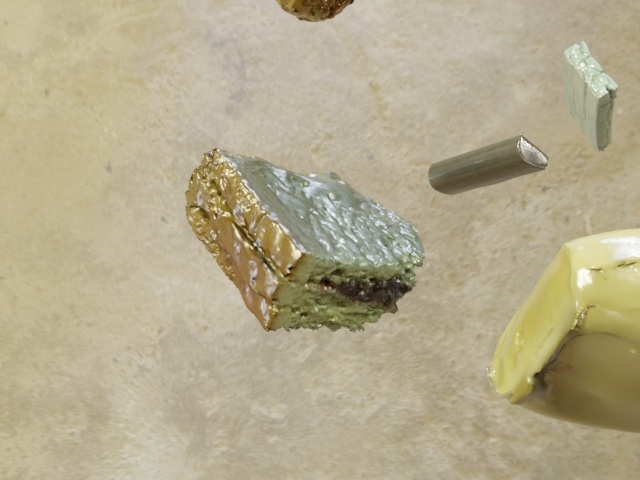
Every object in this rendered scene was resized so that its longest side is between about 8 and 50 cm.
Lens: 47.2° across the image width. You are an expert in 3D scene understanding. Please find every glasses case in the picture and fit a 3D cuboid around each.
[{"bbox_3d":[0.261,-0.114,1.166,0.072,0.190,0.042,25,65,-33],"label":"glasses case"}]

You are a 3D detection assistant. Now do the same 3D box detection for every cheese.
[{"bbox_3d":[0.328,0.094,0.645,0.315,0.260,0.128,11,62,2],"label":"cheese"}]

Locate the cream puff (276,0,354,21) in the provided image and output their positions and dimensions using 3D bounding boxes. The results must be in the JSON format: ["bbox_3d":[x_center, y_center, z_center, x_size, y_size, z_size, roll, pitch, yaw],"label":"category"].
[{"bbox_3d":[0.005,-0.399,1.087,0.115,0.165,0.150,19,56,-27],"label":"cream puff"}]

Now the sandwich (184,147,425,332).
[{"bbox_3d":[-0.001,0.000,1.043,0.325,0.131,0.262,7,33,-44],"label":"sandwich"}]

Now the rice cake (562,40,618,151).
[{"bbox_3d":[0.448,-0.232,1.222,0.038,0.211,0.124,-28,60,9],"label":"rice cake"}]
